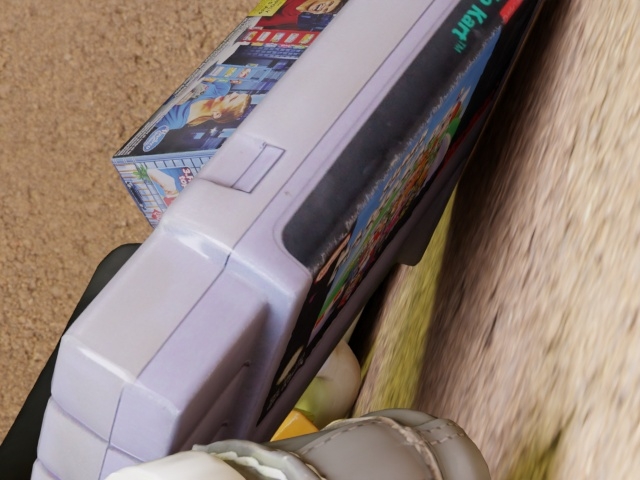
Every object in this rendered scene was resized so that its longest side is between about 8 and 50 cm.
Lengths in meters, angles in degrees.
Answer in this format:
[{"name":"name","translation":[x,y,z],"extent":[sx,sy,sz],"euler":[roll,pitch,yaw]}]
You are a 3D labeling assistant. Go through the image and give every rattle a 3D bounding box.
[{"name":"rattle","translation":[-0.008,0.145,1.025],"extent":[0.130,0.143,0.199],"euler":[-39,-30,-25]}]

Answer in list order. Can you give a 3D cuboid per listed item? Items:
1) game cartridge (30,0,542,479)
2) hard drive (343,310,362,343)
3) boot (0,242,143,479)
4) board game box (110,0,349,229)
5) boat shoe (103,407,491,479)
[{"name":"game cartridge","translation":[0.000,0.000,0.704],"extent":[0.355,0.068,0.230],"euler":[-53,-6,-40]},{"name":"hard drive","translation":[0.013,0.022,1.161],"extent":[0.307,0.040,0.203],"euler":[111,180,-49]},{"name":"boot","translation":[-0.158,0.132,1.005],"extent":[0.445,0.146,0.367],"euler":[-58,-23,-55]},{"name":"board game box","translation":[0.011,-0.080,1.005],"extent":[0.194,0.194,0.060],"euler":[-50,-50,-28]},{"name":"boat shoe","translation":[-0.020,0.172,0.503],"extent":[0.109,0.091,0.305],"euler":[45,138,35]}]
